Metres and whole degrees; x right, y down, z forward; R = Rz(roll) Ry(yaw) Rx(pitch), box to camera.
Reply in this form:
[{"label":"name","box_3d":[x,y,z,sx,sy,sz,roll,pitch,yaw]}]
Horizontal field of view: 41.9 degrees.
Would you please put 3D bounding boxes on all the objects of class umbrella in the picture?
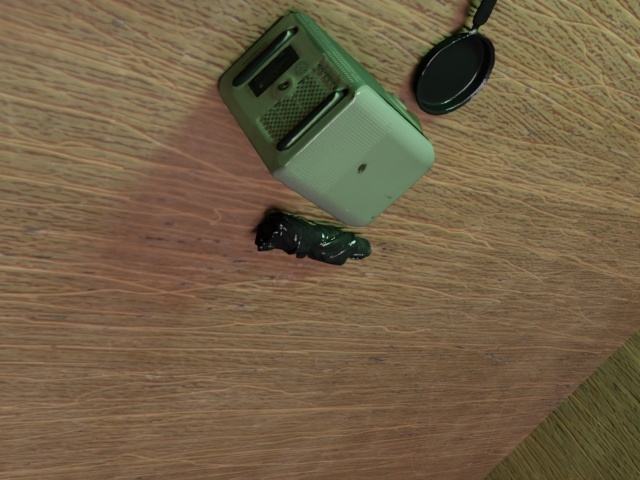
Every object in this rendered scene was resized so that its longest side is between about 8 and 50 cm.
[{"label":"umbrella","box_3d":[0.000,0.000,1.301,0.236,0.059,0.066,10,143,-45]}]

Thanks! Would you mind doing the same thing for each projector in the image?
[{"label":"projector","box_3d":[0.016,-0.140,1.039,0.163,0.177,0.242,-42,144,14]}]

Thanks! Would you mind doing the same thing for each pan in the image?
[{"label":"pan","box_3d":[0.203,-0.274,1.166,0.136,0.028,0.235,-13,143,-30]}]
